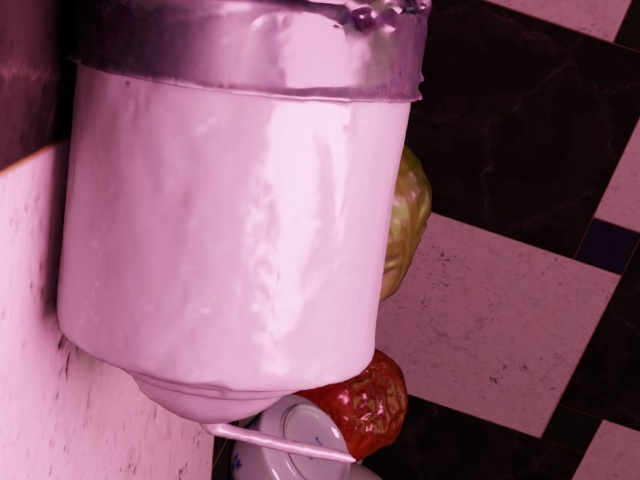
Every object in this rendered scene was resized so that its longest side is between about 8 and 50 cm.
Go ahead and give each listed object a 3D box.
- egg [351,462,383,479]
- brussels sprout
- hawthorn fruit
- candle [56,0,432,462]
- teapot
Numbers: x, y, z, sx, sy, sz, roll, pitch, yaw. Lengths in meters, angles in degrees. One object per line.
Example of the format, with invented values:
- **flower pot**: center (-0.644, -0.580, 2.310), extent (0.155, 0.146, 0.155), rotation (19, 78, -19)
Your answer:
- **egg**: center (0.014, 0.436, 1.783), extent (0.371, 0.230, 0.229), rotation (17, 81, -80)
- **brussels sprout**: center (0.042, -0.039, 1.644), extent (0.244, 0.244, 0.244), rotation (7, 90, -83)
- **hawthorn fruit**: center (0.025, 0.269, 1.913), extent (0.243, 0.208, 0.207), rotation (-20, 118, -67)
- **candle**: center (-0.058, -0.025, 0.767), extent (0.221, 0.221, 0.342), rotation (-52, 152, -77)
- **teapot**: center (-0.055, 0.291, 1.529), extent (0.232, 0.159, 0.158), rotation (-45, 144, -58)
